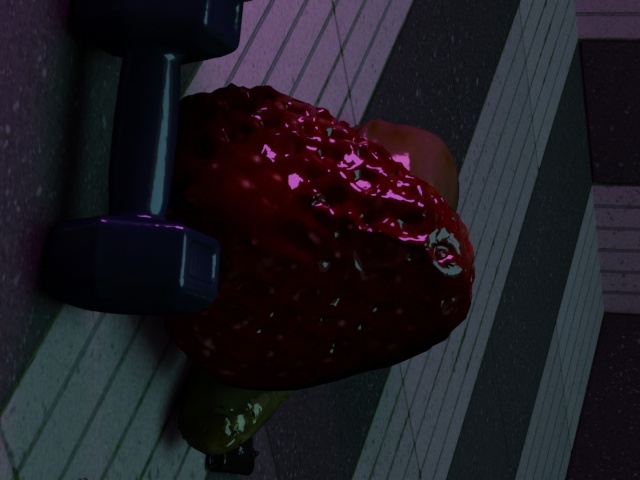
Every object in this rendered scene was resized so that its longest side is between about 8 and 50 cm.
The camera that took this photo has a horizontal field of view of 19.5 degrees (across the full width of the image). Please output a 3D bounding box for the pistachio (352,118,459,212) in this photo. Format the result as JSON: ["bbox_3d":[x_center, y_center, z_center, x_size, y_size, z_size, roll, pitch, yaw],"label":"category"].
[{"bbox_3d":[0.103,-0.029,2.502,0.213,0.163,0.260,23,68,-35],"label":"pistachio"}]

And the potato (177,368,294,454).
[{"bbox_3d":[-0.091,0.169,2.011,0.188,0.105,0.085,-52,138,-55],"label":"potato"}]

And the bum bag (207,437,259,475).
[{"bbox_3d":[-0.095,0.188,2.128,0.109,0.026,0.159,22,71,-70],"label":"bum bag"}]

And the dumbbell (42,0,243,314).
[{"bbox_3d":[-0.160,-0.094,1.704,0.144,0.160,0.324,150,-55,-77],"label":"dumbbell"}]

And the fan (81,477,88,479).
[{"bbox_3d":[-0.249,0.263,1.692,0.175,0.005,0.113,-52,140,-59],"label":"fan"}]

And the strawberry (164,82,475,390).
[{"bbox_3d":[0.000,0.000,1.880,0.295,0.345,0.317,-32,123,-60],"label":"strawberry"}]
